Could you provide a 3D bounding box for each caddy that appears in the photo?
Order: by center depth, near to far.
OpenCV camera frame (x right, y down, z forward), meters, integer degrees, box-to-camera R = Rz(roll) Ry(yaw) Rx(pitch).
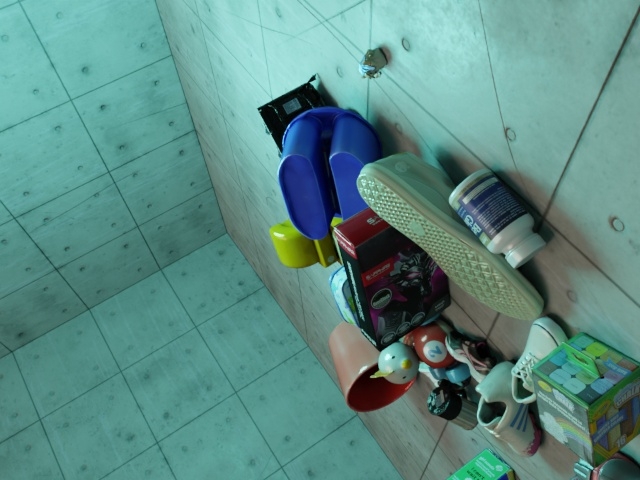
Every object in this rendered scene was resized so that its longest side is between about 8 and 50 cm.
[{"bbox_3d":[0.032,-0.158,1.458,0.341,0.241,0.179,76,-160,-43],"label":"caddy"}]

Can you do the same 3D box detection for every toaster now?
[{"bbox_3d":[-0.050,-0.301,1.558,0.168,0.186,0.110,61,179,10],"label":"toaster"}]

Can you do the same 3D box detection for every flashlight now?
[{"bbox_3d":[0.603,0.469,1.080,0.103,0.103,0.304,67,164,-15],"label":"flashlight"}]

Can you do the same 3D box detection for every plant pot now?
[{"bbox_3d":[0.159,0.408,2.071,0.243,0.275,0.275,-123,13,-44],"label":"plant pot"}]

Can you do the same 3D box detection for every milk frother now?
[{"bbox_3d":[0.398,0.444,1.684,0.135,0.129,0.143,29,144,-26],"label":"milk frother"}]

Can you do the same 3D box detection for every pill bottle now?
[{"bbox_3d":[0.314,-0.037,1.063,0.169,0.094,0.094,54,163,20],"label":"pill bottle"}]

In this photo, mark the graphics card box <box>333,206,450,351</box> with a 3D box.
[{"bbox_3d":[0.179,0.069,1.416,0.094,0.233,0.371,43,157,44],"label":"graphics card box"}]

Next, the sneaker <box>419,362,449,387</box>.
[{"bbox_3d":[0.347,0.413,1.844,0.070,0.051,0.134,67,159,-6],"label":"sneaker"}]

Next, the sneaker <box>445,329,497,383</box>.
[{"bbox_3d":[0.382,0.271,1.492,0.178,0.072,0.077,46,134,50],"label":"sneaker"}]

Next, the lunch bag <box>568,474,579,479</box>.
[{"bbox_3d":[0.605,0.587,1.371,0.083,0.053,0.071,58,168,-30],"label":"lunch bag"}]

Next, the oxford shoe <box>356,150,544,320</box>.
[{"bbox_3d":[0.273,-0.019,1.193,0.449,0.130,0.169,42,156,6],"label":"oxford shoe"}]

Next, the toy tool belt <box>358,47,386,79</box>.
[{"bbox_3d":[0.097,-0.355,1.232,0.052,0.051,0.083,58,164,6],"label":"toy tool belt"}]

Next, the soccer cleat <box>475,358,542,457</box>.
[{"bbox_3d":[0.433,0.419,1.428,0.116,0.143,0.331,39,154,52],"label":"soccer cleat"}]

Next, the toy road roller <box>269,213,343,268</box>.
[{"bbox_3d":[0.000,0.000,1.815,0.329,0.240,0.202,40,155,50],"label":"toy road roller"}]

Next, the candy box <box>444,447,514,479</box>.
[{"bbox_3d":[0.441,0.823,1.805,0.122,0.317,0.268,33,151,54],"label":"candy box"}]

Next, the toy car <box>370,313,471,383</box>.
[{"bbox_3d":[0.246,0.320,1.644,0.219,0.238,0.210,59,164,0],"label":"toy car"}]

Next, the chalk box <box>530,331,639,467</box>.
[{"bbox_3d":[0.470,0.261,1.060,0.132,0.132,0.213,38,153,54],"label":"chalk box"}]

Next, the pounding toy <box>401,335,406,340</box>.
[{"bbox_3d":[0.217,0.214,1.828,0.206,0.094,0.181,41,153,25],"label":"pounding toy"}]

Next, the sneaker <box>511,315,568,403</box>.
[{"bbox_3d":[0.438,0.256,1.214,0.094,0.091,0.258,45,159,42],"label":"sneaker"}]

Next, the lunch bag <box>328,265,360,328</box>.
[{"bbox_3d":[0.138,0.117,1.647,0.090,0.219,0.176,20,139,56],"label":"lunch bag"}]
